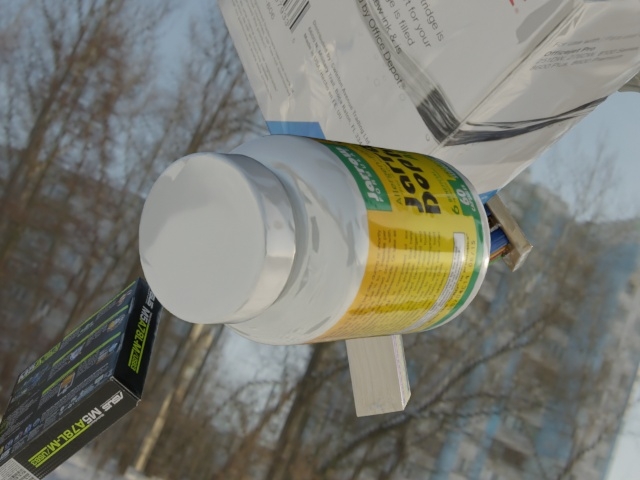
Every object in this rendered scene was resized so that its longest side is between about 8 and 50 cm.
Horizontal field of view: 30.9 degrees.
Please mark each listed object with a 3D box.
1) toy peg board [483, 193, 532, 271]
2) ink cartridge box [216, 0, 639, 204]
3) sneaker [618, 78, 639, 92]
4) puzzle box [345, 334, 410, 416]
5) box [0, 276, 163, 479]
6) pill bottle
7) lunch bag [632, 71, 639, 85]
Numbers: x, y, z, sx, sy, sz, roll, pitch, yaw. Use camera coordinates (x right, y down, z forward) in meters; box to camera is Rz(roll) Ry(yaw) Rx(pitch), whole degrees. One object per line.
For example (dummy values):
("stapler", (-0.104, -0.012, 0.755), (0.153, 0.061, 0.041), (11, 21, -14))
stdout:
("toy peg board", (0.153, -0.027, 1.286), (0.161, 0.079, 0.160), (57, 0, 10))
("ink cartridge box", (0.096, -0.202, 0.939), (0.166, 0.285, 0.395), (-12, -19, -31))
("sneaker", (0.454, -0.269, 1.622), (0.297, 0.129, 0.111), (29, -18, 23))
("puzzle box", (0.045, -0.013, 1.315), (0.052, 0.408, 0.272), (-9, -5, 6))
("box", (-0.243, 0.145, 1.143), (0.045, 0.191, 0.184), (46, 18, -19))
("pill bottle", (0.000, 0.000, 0.662), (0.118, 0.117, 0.208), (9, 4, 37))
("lunch bag", (0.389, -0.306, 1.378), (0.235, 0.169, 0.287), (50, -10, 26))
